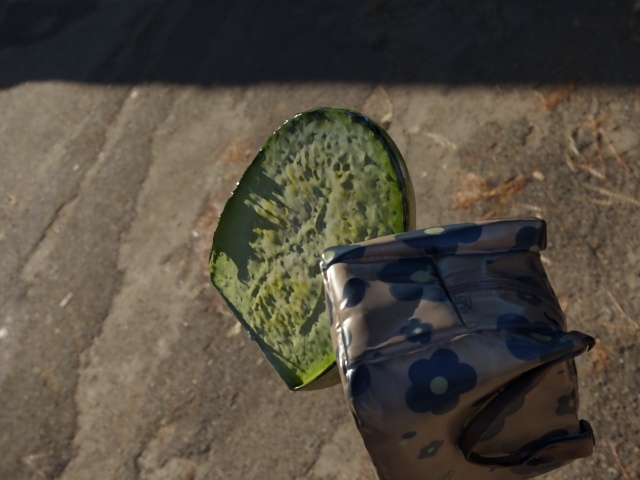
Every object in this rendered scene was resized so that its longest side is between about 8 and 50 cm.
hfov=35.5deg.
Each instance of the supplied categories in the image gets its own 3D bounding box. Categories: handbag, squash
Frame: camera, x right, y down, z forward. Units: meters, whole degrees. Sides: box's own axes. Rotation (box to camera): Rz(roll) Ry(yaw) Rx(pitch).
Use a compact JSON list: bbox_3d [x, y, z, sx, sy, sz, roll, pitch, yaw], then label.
[{"bbox_3d":[0.118,0.106,0.836,0.193,0.251,0.190,-14,50,6],"label":"handbag"},{"bbox_3d":[0.000,0.000,1.107,0.210,0.309,0.234,-32,71,-15],"label":"squash"}]
